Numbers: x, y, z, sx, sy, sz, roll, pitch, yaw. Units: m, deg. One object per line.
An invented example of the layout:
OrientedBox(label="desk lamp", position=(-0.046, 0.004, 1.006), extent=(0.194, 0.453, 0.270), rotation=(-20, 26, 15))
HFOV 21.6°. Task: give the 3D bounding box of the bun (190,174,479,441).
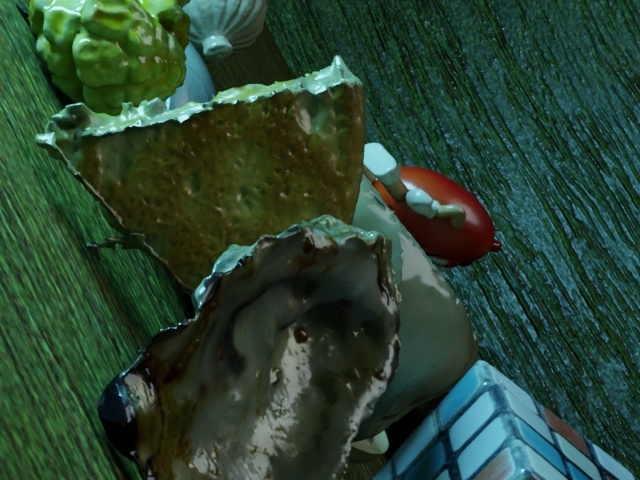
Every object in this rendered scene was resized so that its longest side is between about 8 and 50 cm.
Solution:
OrientedBox(label="bun", position=(-0.017, 0.044, 1.617), extent=(0.360, 0.211, 0.360), rotation=(52, -4, 5))

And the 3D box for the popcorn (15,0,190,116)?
OrientedBox(label="popcorn", position=(-0.203, -0.196, 1.557), extent=(0.173, 0.142, 0.173), rotation=(35, 42, -38))

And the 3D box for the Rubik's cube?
OrientedBox(label="Rubik's cube", position=(0.159, 0.301, 1.412), extent=(0.256, 0.259, 0.253), rotation=(40, 14, -11))

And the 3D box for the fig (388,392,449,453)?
OrientedBox(label="fig", position=(0.168, 0.278, 2.411), extent=(0.170, 0.145, 0.274), rotation=(49, -2, -10))

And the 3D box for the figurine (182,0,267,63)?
OrientedBox(label="figurine", position=(-0.200, -0.362, 2.229), extent=(0.332, 0.204, 0.185), rotation=(34, 10, 36))

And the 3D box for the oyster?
OrientedBox(label="oyster", position=(-0.044, 0.078, 1.268), extent=(0.361, 0.096, 0.221), rotation=(-62, 138, -41))

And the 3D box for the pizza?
OrientedBox(label="pizza", position=(-0.098, -0.056, 1.386), extent=(0.287, 0.280, 0.075), rotation=(23, -3, -25))

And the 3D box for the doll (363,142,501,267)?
OrientedBox(label="doll", position=(0.093, -0.038, 1.691), extent=(0.217, 0.085, 0.183), rotation=(35, -1, -35))

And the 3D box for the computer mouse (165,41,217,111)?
OrientedBox(label="computer mouse", position=(-0.147, -0.125, 1.858), extent=(0.379, 0.090, 0.167), rotation=(66, 9, 27))

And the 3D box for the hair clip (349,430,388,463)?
OrientedBox(label="hair clip", position=(0.012, 0.185, 1.847), extent=(0.218, 0.071, 0.159), rotation=(47, 20, -42))
